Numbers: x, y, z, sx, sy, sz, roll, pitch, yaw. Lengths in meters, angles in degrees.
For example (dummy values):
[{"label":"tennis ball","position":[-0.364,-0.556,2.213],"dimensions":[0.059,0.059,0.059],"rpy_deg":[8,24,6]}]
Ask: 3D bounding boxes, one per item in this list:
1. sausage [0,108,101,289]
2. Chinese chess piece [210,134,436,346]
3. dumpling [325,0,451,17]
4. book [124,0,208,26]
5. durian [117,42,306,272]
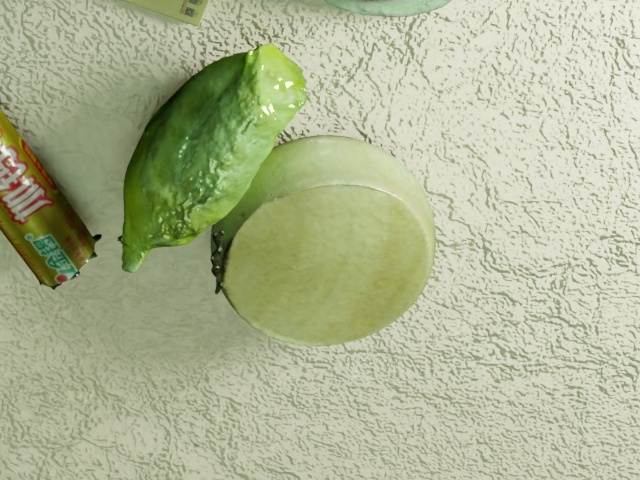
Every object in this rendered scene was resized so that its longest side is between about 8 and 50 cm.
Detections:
[{"label":"sausage","position":[-0.336,-0.114,1.249],"dimensions":[0.082,0.082,0.371],"rpy_deg":[-25,121,11]},{"label":"Chinese chess piece","position":[0.000,0.000,1.330],"dimensions":[0.238,0.092,0.237],"rpy_deg":[-5,129,-6]},{"label":"dumpling","position":[0.077,-0.255,1.173],"dimensions":[0.217,0.105,0.149],"rpy_deg":[-21,116,4]},{"label":"book","position":[-0.151,-0.250,1.213],"dimensions":[0.111,0.014,0.077],"rpy_deg":[18,118,-16]},{"label":"durian","position":[-0.114,-0.085,1.248],"dimensions":[0.101,0.139,0.250],"rpy_deg":[40,112,-22]}]
